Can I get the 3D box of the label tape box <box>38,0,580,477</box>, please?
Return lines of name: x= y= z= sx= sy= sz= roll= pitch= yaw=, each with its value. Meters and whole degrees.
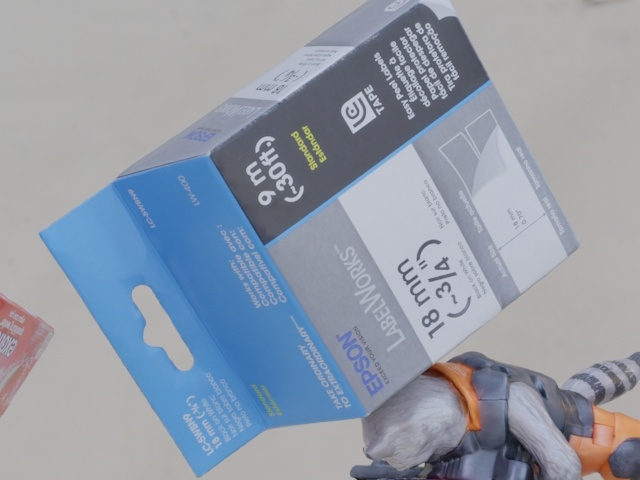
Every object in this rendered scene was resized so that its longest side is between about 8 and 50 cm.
label tape box: x=0.000 y=0.000 z=1.370 sx=0.334 sy=0.240 sz=0.106 roll=-37 pitch=20 yaw=-17

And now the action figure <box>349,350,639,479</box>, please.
action figure: x=0.141 y=0.163 z=1.532 sx=0.330 sy=0.178 sz=0.341 roll=13 pitch=-12 yaw=-43

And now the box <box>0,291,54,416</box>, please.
box: x=-0.286 y=0.065 z=1.253 sx=0.128 sy=0.257 sz=0.122 roll=31 pitch=83 yaw=7
